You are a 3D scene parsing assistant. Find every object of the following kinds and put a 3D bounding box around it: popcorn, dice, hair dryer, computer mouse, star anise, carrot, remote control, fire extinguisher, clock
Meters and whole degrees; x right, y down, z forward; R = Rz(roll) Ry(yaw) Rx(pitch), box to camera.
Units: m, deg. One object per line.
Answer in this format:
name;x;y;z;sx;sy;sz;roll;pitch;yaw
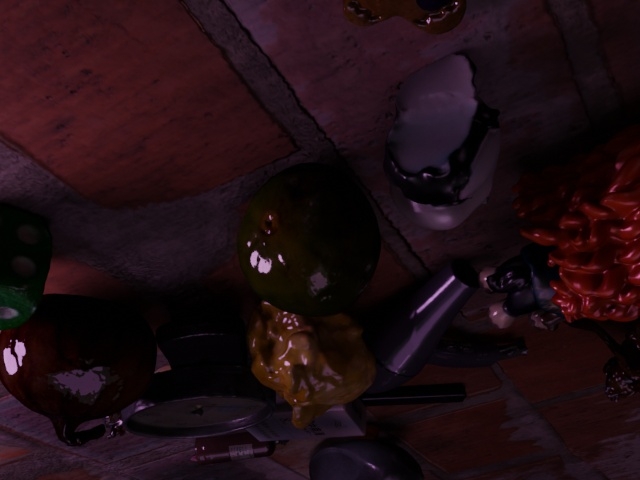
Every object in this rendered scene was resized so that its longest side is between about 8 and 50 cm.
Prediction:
popcorn;-0.011;0.183;1.100;0.190;0.192;0.254;-14;142;12
dice;-0.434;0.037;0.911;0.120;0.129;0.131;18;135;-30
hair dryer;0.253;0.168;1.216;0.361;0.121;0.301;11;132;-34
computer mouse;-0.192;0.169;1.138;0.137;0.087;0.270;-7;152;-6
star anise;0.559;0.176;1.214;0.346;0.148;0.237;22;113;-27
carrot;0.047;0.435;1.562;0.190;0.037;0.037;9;140;-17
remote control;0.190;0.337;1.464;0.245;0.025;0.063;-3;147;-3
fire extinguisher;-0.167;0.450;1.529;0.230;0.071;0.099;-10;134;5
computer mouse;0.106;0.547;1.651;0.203;0.114;0.374;13;155;-26
clock;-0.213;0.293;1.211;0.280;0.056;0.281;-7;151;-4

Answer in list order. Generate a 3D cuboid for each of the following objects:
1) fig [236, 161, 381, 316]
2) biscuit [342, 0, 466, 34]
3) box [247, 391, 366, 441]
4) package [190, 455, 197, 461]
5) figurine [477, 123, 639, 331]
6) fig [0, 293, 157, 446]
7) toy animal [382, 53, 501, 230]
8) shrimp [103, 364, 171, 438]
fig;0.000;0.000;0.889;0.195;0.196;0.244;-23;170;22
biscuit;0.065;-0.281;0.638;0.236;0.039;0.180;19;138;-26
box;-0.040;0.353;1.398;0.242;0.067;0.155;-8;145;16
package;-0.274;0.529;1.653;0.059;0.029;0.083;22;144;-26
figurine;0.392;0.015;0.931;0.305;0.241;0.412;5;152;0
fig;-0.365;0.181;1.033;0.234;0.215;0.235;19;147;13
toy animal;0.149;-0.098;0.801;0.138;0.166;0.179;29;164;27
shrimp;-0.298;0.318;1.353;0.289;0.075;0.178;-41;134;20
